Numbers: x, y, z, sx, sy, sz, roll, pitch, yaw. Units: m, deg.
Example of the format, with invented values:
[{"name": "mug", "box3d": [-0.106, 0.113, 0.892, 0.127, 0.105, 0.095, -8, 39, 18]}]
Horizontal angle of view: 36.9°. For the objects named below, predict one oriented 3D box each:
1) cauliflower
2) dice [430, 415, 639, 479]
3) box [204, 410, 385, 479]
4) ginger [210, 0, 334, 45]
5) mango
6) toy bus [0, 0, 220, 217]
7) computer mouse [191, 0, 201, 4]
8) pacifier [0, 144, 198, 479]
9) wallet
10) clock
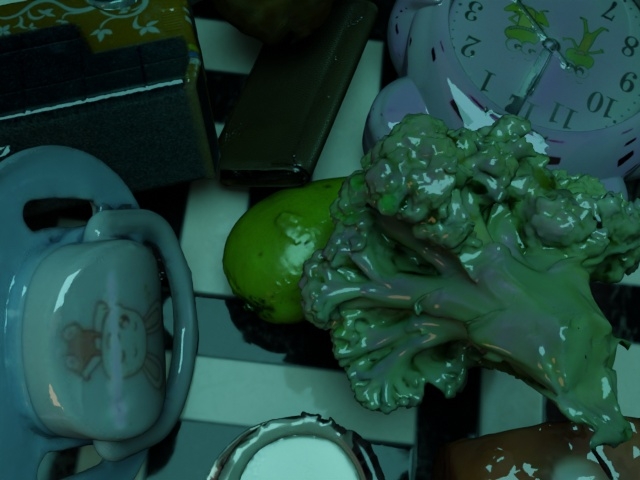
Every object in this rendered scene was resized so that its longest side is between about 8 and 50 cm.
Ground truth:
[{"name": "cauliflower", "box3d": [0.131, 0.034, 0.688, 0.256, 0.239, 0.315, -4, 31, -22]}, {"name": "dice", "box3d": [0.179, 0.228, 0.713, 0.175, 0.174, 0.179, -1, 71, -4]}, {"name": "box", "box3d": [-0.018, 0.201, 0.727, 0.151, 0.135, 0.151, 2, 68, -4]}, {"name": "ginger", "box3d": [0.002, -0.316, 0.873, 0.321, 0.165, 0.172, -49, 122, -34]}, {"name": "mango", "box3d": [0.000, 0.000, 0.821, 0.178, 0.100, 0.119, -31, 73, -22]}, {"name": "toy bus", "box3d": [-0.230, -0.113, 0.802, 0.275, 0.138, 0.167, -12, 55, -5]}, {"name": "computer mouse", "box3d": [-0.177, -0.276, 0.919, 0.231, 0.079, 0.128, -28, 73, -10]}, {"name": "pacifier", "box3d": [-0.222, 0.071, 0.750, 0.225, 0.238, 0.287, 1, 96, 27]}, {"name": "wallet", "box3d": [-0.023, -0.135, 0.867, 0.110, 0.031, 0.198, 2, 57, 34]}, {"name": "clock", "box3d": [0.205, -0.164, 0.890, 0.295, 0.113, 0.322, 26, 71, 4]}]
